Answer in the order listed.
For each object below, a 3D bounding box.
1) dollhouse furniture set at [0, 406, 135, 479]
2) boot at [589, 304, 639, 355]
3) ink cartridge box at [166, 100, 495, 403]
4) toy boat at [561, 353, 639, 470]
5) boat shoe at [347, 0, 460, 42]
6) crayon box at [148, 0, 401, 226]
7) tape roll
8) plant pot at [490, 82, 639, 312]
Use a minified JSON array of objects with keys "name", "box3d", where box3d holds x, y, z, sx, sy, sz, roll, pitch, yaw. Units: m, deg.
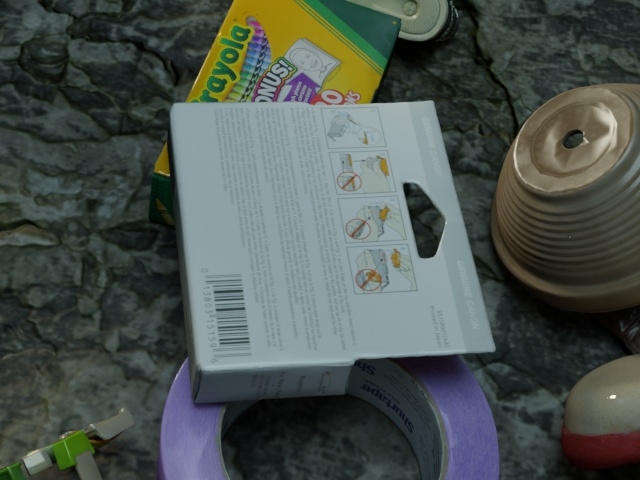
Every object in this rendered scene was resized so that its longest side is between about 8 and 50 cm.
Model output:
[{"name":"dollhouse furniture set","box3d":[-0.199,0.185,1.090,0.059,0.076,0.151,66,22,1]},{"name":"boot","box3d":[0.308,0.062,1.311,0.106,0.037,0.114,-28,61,-27]},{"name":"ink cartridge box","box3d":[0.000,0.000,1.177,0.239,0.060,0.275,-1,54,-12]},{"name":"toy boat","box3d":[0.320,0.182,1.177,0.231,0.151,0.151,4,10,14]},{"name":"boat shoe","box3d":[0.041,-0.273,1.474,0.233,0.084,0.079,31,19,19]},{"name":"crayon box","box3d":[-0.040,-0.120,1.340,0.165,0.081,0.278,18,56,2]},{"name":"tape roll","box3d":[0.004,0.182,1.144,0.274,0.090,0.275,5,56,-7]},{"name":"plant pot","box3d":[0.250,-0.063,1.262,0.237,0.110,0.237,-20,47,23]}]
